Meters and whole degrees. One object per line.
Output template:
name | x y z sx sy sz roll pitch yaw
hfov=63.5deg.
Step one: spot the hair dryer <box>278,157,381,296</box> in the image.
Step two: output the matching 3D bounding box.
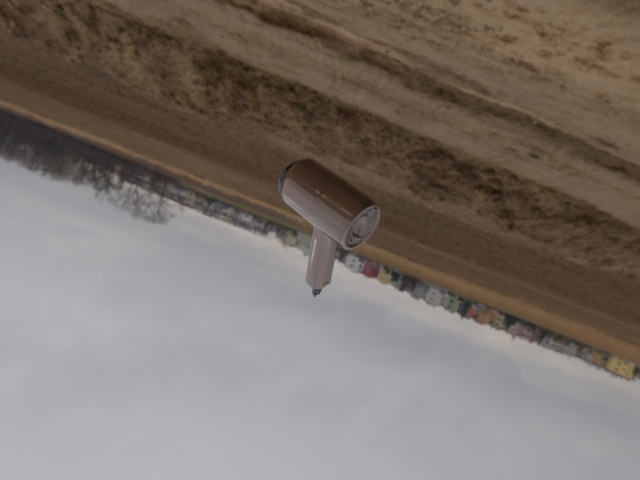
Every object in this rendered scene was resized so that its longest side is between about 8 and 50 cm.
hair dryer | 0.000 0.000 0.623 0.064 0.181 0.117 -29 -126 -36
